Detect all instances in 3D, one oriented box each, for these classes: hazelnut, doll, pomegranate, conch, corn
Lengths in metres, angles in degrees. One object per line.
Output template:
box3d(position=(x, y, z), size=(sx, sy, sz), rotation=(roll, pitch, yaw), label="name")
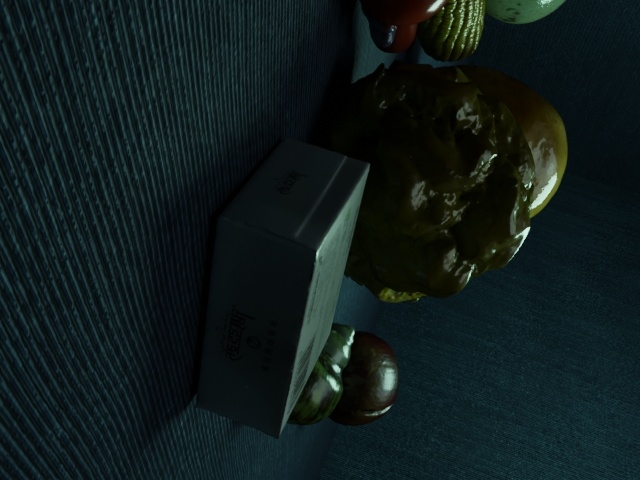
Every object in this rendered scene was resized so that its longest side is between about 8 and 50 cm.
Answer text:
box3d(position=(0.082, 0.347, 1.911), size=(0.218, 0.218, 0.234), rotation=(61, 29, -77), label="hazelnut")
box3d(position=(0.102, -0.326, 0.883), size=(0.290, 0.129, 0.161), rotation=(93, 15, -76), label="doll")
box3d(position=(0.334, -0.183, 1.694), size=(0.416, 0.416, 0.417), rotation=(18, 90, -80), label="pomegranate")
box3d(position=(-0.022, 0.200, 1.184), size=(0.187, 0.124, 0.182), rotation=(72, 33, -61), label="conch")
box3d(position=(0.249, -0.446, 1.447), size=(0.387, 0.143, 0.144), rotation=(31, 77, -82), label="corn")

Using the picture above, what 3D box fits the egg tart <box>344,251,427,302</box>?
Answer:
box3d(position=(0.185, 0.057, 1.618), size=(0.295, 0.294, 0.116), rotation=(84, -2, -68), label="egg tart")

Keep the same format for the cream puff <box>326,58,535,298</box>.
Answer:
box3d(position=(0.143, -0.095, 1.040), size=(0.257, 0.291, 0.325), rotation=(46, 50, -69), label="cream puff")

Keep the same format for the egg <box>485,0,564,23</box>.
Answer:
box3d(position=(0.396, -0.611, 1.481), size=(0.379, 0.287, 0.288), rotation=(72, 35, -51), label="egg")

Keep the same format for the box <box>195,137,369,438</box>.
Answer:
box3d(position=(-0.041, 0.050, 0.824), size=(0.194, 0.111, 0.261), rotation=(-59, 162, -55), label="box")
